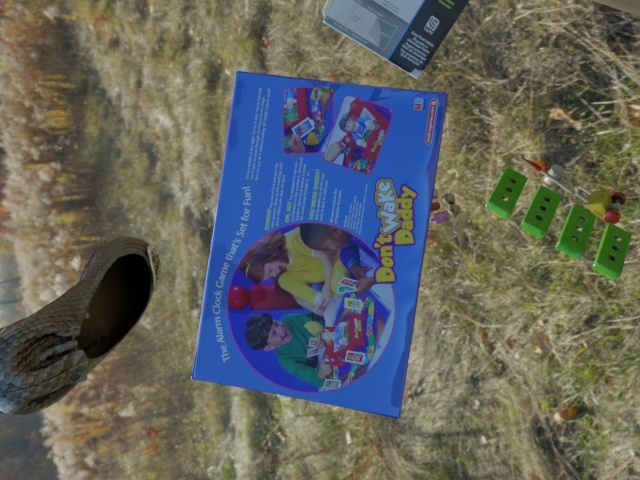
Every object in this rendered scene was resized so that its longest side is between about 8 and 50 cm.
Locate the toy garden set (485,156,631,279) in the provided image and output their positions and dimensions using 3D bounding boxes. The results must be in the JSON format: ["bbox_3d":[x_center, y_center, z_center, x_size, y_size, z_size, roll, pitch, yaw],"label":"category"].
[{"bbox_3d":[0.439,-0.056,0.949,0.244,0.204,0.049,32,144,10],"label":"toy garden set"}]

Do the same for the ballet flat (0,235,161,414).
[{"bbox_3d":[-0.173,0.054,0.421,0.250,0.058,0.084,-77,-24,-75],"label":"ballet flat"}]

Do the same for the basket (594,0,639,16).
[{"bbox_3d":[0.399,-0.292,0.532,0.227,0.204,0.154,37,116,33],"label":"basket"}]

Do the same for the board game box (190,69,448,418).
[{"bbox_3d":[0.000,0.000,0.592,0.078,0.233,0.347,5,-86,-82],"label":"board game box"}]

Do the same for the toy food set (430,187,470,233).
[{"bbox_3d":[0.197,-0.064,0.899,0.122,0.078,0.019,31,149,11],"label":"toy food set"}]

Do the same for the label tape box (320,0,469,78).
[{"bbox_3d":[0.185,-0.540,1.043,0.333,0.241,0.106,-56,19,27],"label":"label tape box"}]
